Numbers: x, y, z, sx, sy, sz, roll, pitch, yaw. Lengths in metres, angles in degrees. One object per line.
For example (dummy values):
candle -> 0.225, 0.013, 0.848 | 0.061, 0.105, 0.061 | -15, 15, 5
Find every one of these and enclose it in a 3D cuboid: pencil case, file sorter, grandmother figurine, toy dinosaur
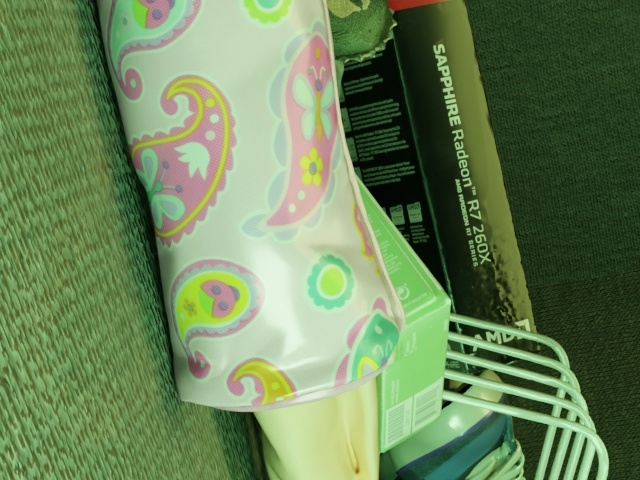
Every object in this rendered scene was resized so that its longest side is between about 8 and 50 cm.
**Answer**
pencil case -> -0.037, -0.063, 0.925 | 0.124, 0.124, 0.284 | -77, 157, -80
file sorter -> 0.101, 0.171, 1.431 | 0.277, 0.173, 0.193 | -79, -177, -80
grandmother figurine -> 0.009, 0.158, 1.155 | 0.208, 0.104, 0.342 | -82, 160, -49
toy dinosaur -> -0.004, -0.178, 1.299 | 0.160, 0.121, 0.313 | 43, -3, -6

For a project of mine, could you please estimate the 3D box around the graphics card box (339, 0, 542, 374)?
graphics card box -> 0.071, -0.061, 1.786 | 0.233, 0.094, 0.371 | -9, -86, 61

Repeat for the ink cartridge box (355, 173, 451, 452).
ink cartridge box -> 0.000, 0.000, 1.227 | 0.235, 0.056, 0.171 | 55, -15, 25

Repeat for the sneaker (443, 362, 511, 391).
sneaker -> 0.102, 0.101, 1.974 | 0.292, 0.110, 0.118 | -18, -88, 58

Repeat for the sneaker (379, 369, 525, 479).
sneaker -> 0.171, 0.260, 1.828 | 0.236, 0.130, 0.323 | 51, -17, 9

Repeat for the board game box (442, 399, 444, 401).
board game box -> 0.115, 0.194, 2.358 | 0.242, 0.064, 0.316 | 91, -15, -78

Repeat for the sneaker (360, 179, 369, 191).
sneaker -> -0.002, 0.047, 1.521 | 0.098, 0.083, 0.223 | 93, 3, -46
